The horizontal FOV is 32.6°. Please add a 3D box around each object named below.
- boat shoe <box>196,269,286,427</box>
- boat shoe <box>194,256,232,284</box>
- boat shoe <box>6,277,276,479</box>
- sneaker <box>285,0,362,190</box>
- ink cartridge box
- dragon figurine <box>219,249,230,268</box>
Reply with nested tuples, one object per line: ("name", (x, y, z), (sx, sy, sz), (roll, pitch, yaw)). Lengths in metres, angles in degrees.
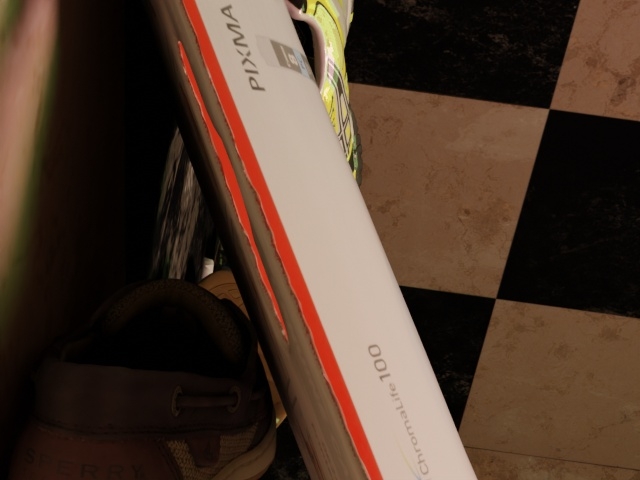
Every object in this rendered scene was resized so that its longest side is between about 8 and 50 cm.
("boat shoe", (-0.087, 0.126, 0.710), (0.089, 0.104, 0.285), (-42, -163, 30))
("boat shoe", (-0.084, 0.130, 1.051), (0.302, 0.091, 0.114), (98, -1, -52))
("boat shoe", (-0.069, 0.064, 0.505), (0.285, 0.102, 0.092), (-50, 153, -80))
("sneaker", (-0.037, -0.128, 1.152), (0.147, 0.145, 0.385), (-69, 158, -53))
("ink cartridge box", (0.000, 0.000, 0.533), (0.385, 0.091, 0.308), (103, -34, -77))
("dragon figurine", (-0.071, 0.016, 1.145), (0.289, 0.085, 0.144), (107, -11, -61))
